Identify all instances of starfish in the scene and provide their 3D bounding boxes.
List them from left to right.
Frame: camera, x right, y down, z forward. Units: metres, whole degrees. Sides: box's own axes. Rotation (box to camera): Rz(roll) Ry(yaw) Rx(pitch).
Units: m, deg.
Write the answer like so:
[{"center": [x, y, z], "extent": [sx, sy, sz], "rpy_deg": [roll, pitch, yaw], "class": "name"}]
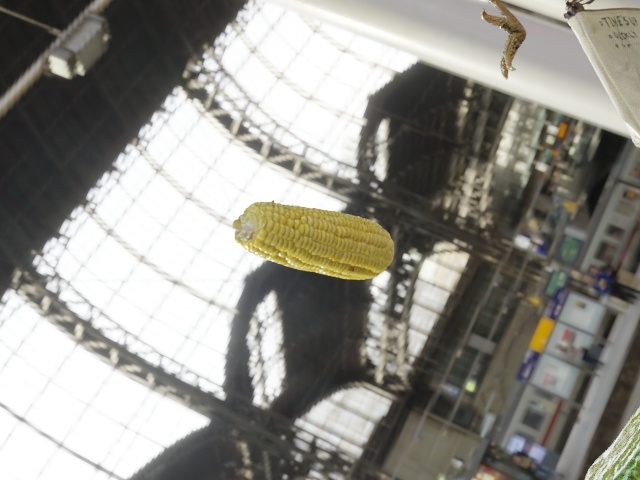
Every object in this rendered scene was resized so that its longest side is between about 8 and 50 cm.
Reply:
[{"center": [0.272, -0.300, 1.424], "extent": [0.130, 0.041, 0.133], "rpy_deg": [-26, -80, -61], "class": "starfish"}]

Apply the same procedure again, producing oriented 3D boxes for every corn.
[{"center": [0.000, 0.000, 1.008], "extent": [0.206, 0.067, 0.067], "rpy_deg": [13, -79, -45], "class": "corn"}]

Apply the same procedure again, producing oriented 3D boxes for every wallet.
[{"center": [0.499, -0.247, 1.470], "extent": [0.335, 0.274, 0.068], "rpy_deg": [-8, -16, -43], "class": "wallet"}]

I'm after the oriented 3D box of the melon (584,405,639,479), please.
[{"center": [0.457, 0.239, 1.227], "extent": [0.343, 0.331, 0.226], "rpy_deg": [-64, 29, 25], "class": "melon"}]
